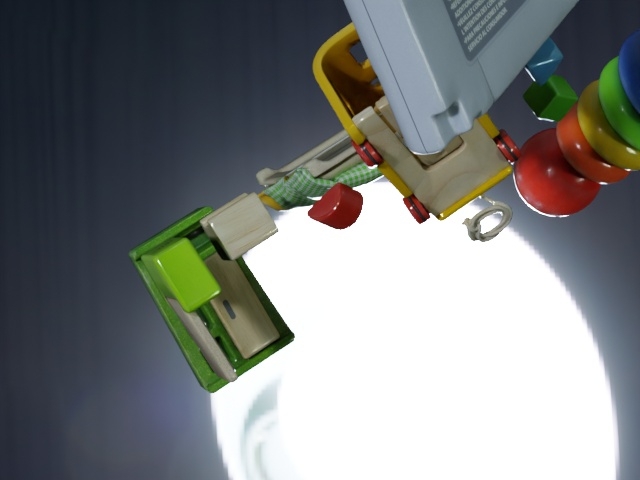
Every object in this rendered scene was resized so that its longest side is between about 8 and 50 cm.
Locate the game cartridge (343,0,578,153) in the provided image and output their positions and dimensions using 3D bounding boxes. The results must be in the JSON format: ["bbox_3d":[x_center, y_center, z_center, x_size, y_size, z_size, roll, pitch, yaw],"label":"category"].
[{"bbox_3d":[0.100,-0.214,1.048,0.062,0.198,0.297,-12,-156,38],"label":"game cartridge"}]

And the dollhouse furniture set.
[{"bbox_3d":[0.000,0.000,1.377,0.301,0.151,0.197,-33,-172,-13],"label":"dollhouse furniture set"}]

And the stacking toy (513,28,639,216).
[{"bbox_3d":[0.298,-0.126,1.443,0.141,0.141,0.330,1,152,-38],"label":"stacking toy"}]

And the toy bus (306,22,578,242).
[{"bbox_3d":[0.077,-0.096,1.181,0.191,0.104,0.202,-6,140,-29],"label":"toy bus"}]
